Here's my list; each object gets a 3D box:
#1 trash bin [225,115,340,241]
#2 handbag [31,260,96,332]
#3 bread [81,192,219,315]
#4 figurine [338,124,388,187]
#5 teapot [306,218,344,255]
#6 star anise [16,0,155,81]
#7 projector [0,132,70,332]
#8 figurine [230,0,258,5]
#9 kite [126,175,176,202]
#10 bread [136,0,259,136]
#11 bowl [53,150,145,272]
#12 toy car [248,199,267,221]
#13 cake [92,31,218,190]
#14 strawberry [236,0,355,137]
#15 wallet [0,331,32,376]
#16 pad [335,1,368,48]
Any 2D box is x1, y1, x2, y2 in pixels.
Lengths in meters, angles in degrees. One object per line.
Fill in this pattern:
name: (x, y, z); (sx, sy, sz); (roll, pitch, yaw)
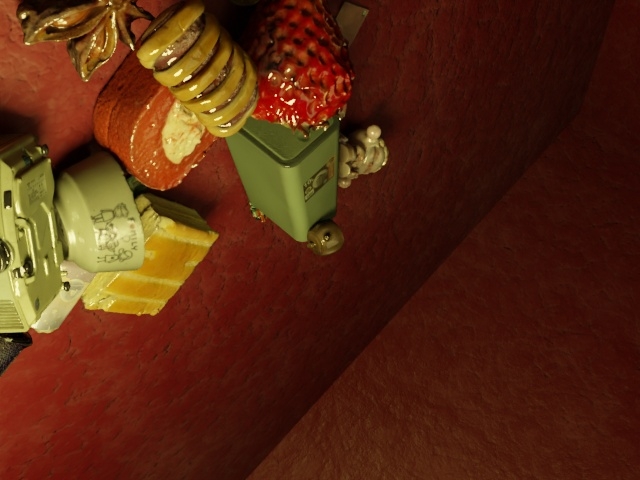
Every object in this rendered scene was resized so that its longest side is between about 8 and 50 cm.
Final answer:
trash bin: (-0.071, -0.168, 1.517); (0.158, 0.223, 0.343); (-45, 157, -16)
handbag: (-0.487, 0.090, 1.267); (0.117, 0.095, 0.173); (27, 103, -37)
bread: (-0.351, 0.034, 1.414); (0.239, 0.111, 0.246); (-52, 160, 4)
figurine: (0.083, -0.222, 1.846); (0.257, 0.145, 0.181); (-10, 113, -54)
teapot: (0.000, 0.000, 1.565); (0.068, 0.076, 0.121); (-27, -179, -29)
star anise: (-0.324, -0.344, 0.964); (0.220, 0.099, 0.214); (-44, 142, -5)
projector: (-0.446, -0.008, 1.024); (0.193, 0.088, 0.269); (-88, 177, -69)
figurine: (-0.122, -0.476, 1.112); (0.143, 0.143, 0.271); (-46, 176, -13)
kite: (-0.370, -0.061, 1.383); (0.229, 0.012, 0.250); (-57, 157, 20)
bread: (-0.170, -0.259, 1.066); (0.134, 0.081, 0.225); (-56, 140, -7)
bowl: (-0.384, -0.034, 1.172); (0.112, 0.211, 0.211); (-21, 143, -33)
toy car: (-0.112, -0.109, 1.731); (0.143, 0.054, 0.073); (-43, 156, -18)
cake: (-0.255, -0.233, 1.183); (0.283, 0.151, 0.177); (-50, 143, -2)
strawberry: (-0.056, -0.330, 1.256); (0.280, 0.253, 0.150); (-61, 159, 17)
wallet: (-0.658, 0.218, 1.208); (0.221, 0.071, 0.262); (-47, 154, 2)
pad: (0.036, -0.442, 1.585); (0.113, 0.006, 0.187); (-11, 136, -58)
